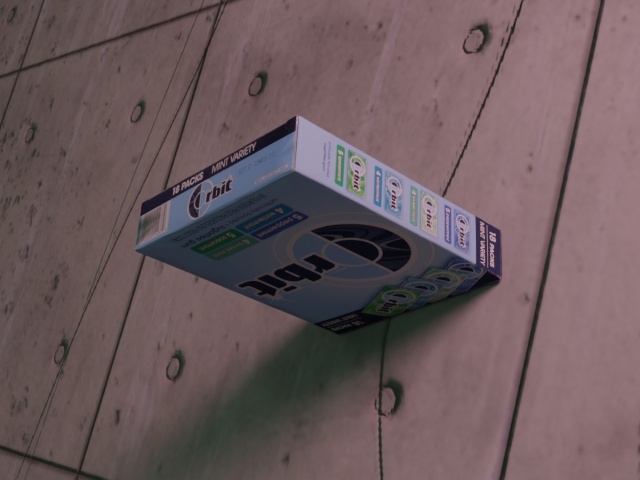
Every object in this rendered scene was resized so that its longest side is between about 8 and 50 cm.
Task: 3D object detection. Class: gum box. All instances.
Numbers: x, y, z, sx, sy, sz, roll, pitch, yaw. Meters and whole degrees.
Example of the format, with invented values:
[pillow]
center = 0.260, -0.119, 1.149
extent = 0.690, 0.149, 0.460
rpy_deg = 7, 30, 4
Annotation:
[gum box]
center = 0.000, 0.000, 0.701
extent = 0.157, 0.184, 0.041
rpy_deg = -23, 53, 41
